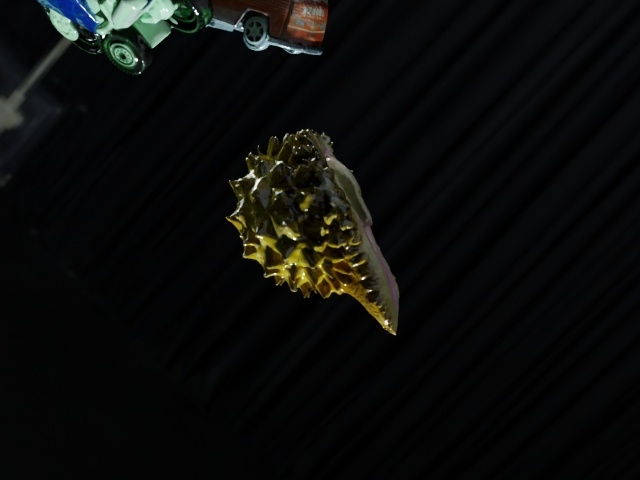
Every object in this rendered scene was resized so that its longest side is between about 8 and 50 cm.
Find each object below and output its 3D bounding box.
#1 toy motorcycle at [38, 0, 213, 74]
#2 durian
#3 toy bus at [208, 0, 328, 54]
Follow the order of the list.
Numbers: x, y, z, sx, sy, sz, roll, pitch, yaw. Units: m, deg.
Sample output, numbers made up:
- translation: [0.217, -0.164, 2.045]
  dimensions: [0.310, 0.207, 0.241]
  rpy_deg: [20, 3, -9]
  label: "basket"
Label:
- translation: [-0.215, -0.260, 1.302]
  dimensions: [0.196, 0.125, 0.331]
  rpy_deg: [49, 158, -23]
  label: "toy motorcycle"
- translation: [0.006, -0.007, 1.289]
  dimensions: [0.224, 0.140, 0.078]
  rpy_deg: [50, 163, 10]
  label: "durian"
- translation: [-0.108, -0.322, 1.807]
  dimensions: [0.265, 0.119, 0.121]
  rpy_deg: [22, -168, 28]
  label: "toy bus"
